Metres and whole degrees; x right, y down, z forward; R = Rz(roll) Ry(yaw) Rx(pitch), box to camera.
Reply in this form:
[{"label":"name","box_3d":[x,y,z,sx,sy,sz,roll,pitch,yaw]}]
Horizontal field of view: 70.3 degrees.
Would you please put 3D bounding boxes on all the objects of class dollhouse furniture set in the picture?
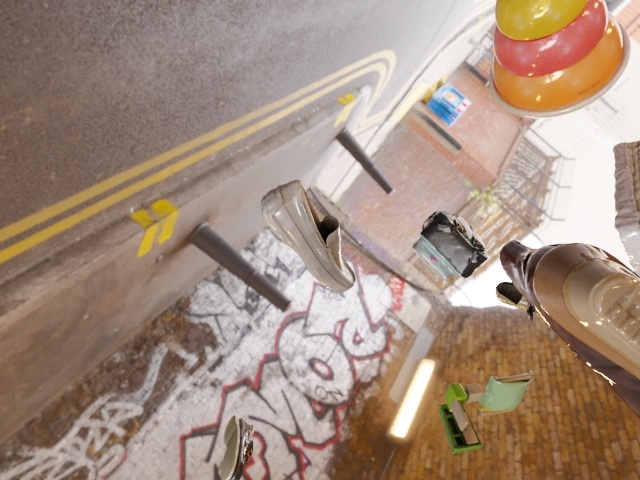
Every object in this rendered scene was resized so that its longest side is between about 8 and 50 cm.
[{"label":"dollhouse furniture set","box_3d":[0.570,0.563,1.492,0.151,0.301,0.198,-106,-165,-45]}]

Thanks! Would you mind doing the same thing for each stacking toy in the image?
[{"label":"stacking toy","box_3d":[0.550,-0.568,1.110,0.351,0.350,0.480,-48,140,3]}]

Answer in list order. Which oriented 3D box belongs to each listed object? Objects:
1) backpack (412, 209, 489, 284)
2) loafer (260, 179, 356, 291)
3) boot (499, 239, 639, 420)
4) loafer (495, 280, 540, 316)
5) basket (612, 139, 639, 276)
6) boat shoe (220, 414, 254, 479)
[{"label":"backpack","box_3d":[0.318,0.009,1.123,0.144,0.166,0.188,-49,176,24]},{"label":"loafer","box_3d":[0.000,0.000,0.979,0.111,0.319,0.112,-30,-140,14]},{"label":"boot","box_3d":[0.270,0.096,0.388,0.090,0.248,0.207,-42,179,8]},{"label":"loafer","box_3d":[0.388,0.108,0.835,0.148,0.050,0.056,6,-103,45]},{"label":"basket","box_3d":[0.848,-0.044,1.014,0.266,0.328,0.331,-15,-143,43]},{"label":"boat shoe","box_3d":[-0.112,0.291,0.635,0.049,0.042,0.133,-59,-171,0]}]
